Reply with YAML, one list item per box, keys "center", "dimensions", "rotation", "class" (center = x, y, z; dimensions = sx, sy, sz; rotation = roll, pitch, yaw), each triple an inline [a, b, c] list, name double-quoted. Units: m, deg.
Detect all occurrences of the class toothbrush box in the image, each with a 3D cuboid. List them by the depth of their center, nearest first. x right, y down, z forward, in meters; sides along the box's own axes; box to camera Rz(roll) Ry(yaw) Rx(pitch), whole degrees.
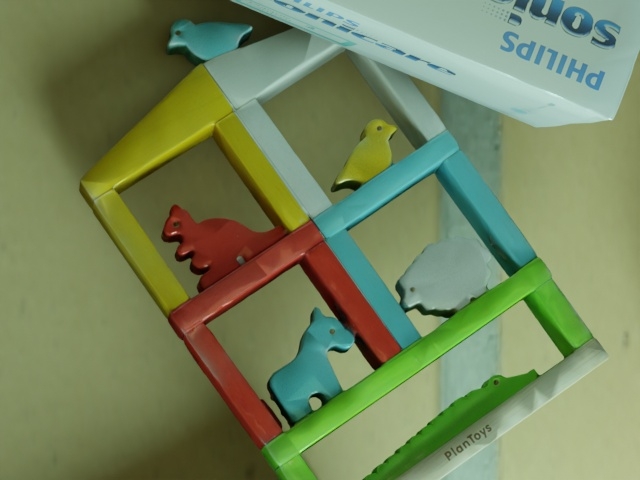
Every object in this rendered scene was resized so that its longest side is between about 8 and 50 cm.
- center: [0.092, -0.233, 1.022]
  dimensions: [0.216, 0.126, 0.296]
  rotation: [20, 87, -12]
  class: "toothbrush box"

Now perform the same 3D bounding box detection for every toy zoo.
- center: [0.000, 0.000, 1.079]
  dimensions: [0.192, 0.030, 0.293]
  rotation: [-34, 84, -14]
  class: "toy zoo"
